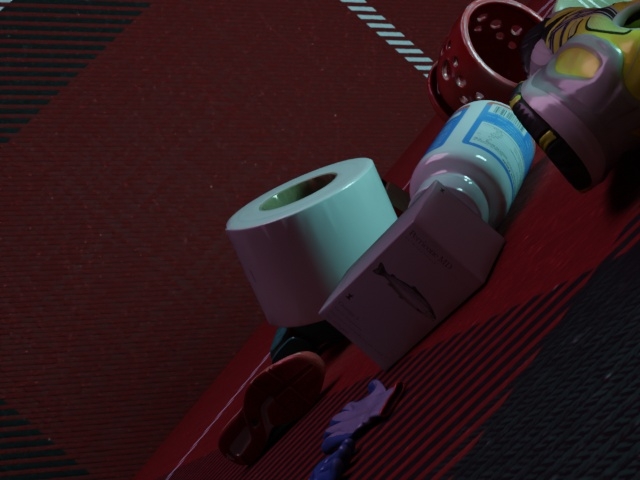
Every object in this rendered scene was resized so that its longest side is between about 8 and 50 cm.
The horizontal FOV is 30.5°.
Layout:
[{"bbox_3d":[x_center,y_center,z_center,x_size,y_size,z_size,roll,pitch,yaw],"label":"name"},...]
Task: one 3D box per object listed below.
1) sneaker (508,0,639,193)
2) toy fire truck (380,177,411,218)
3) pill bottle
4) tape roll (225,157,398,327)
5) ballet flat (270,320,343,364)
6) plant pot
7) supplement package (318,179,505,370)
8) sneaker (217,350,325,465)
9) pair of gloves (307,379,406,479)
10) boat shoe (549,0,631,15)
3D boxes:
[{"bbox_3d":[0.282,-0.160,1.120,0.147,0.145,0.384,-37,12,22],"label":"sneaker"},{"bbox_3d":[0.044,0.025,2.042,0.217,0.159,0.246,-43,18,55],"label":"toy fire truck"},{"bbox_3d":[0.180,-0.075,1.431,0.124,0.124,0.221,-46,3,37],"label":"pill bottle"},{"bbox_3d":[0.000,0.000,1.777,0.246,0.169,0.246,-22,14,6],"label":"tape roll"},{"bbox_3d":[-0.015,0.129,1.883,0.247,0.083,0.087,-46,26,54],"label":"ballet flat"},{"bbox_3d":[0.276,-0.275,1.928,0.191,0.191,0.174,-51,1,-38],"label":"plant pot"},{"bbox_3d":[0.101,0.040,1.307,0.179,0.105,0.105,-47,3,36],"label":"supplement package"},{"bbox_3d":[-0.059,0.208,1.647,0.221,0.087,0.128,-45,6,29],"label":"sneaker"},{"bbox_3d":[0.015,0.210,1.192,0.198,0.023,0.159,-52,5,-32],"label":"pair of gloves"},{"bbox_3d":[0.414,-0.349,1.800,0.285,0.103,0.092,-47,-4,-46],"label":"boat shoe"}]
